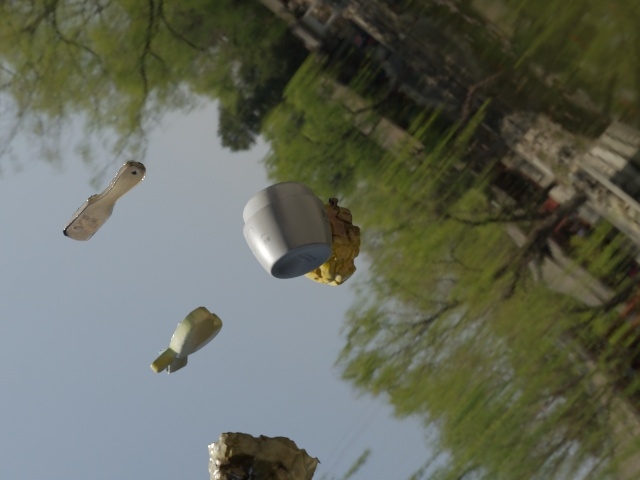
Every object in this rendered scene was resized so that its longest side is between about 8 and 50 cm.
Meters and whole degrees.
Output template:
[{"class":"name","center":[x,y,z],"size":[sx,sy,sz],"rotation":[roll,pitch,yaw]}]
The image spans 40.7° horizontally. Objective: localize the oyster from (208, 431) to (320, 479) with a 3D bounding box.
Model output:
[{"class":"oyster","center":[-0.090,0.390,1.231],"size":[0.162,0.232,0.107],"rotation":[4,-166,8]}]

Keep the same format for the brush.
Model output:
[{"class":"brush","center":[-0.513,-0.104,2.058],"size":[0.070,0.327,0.065],"rotation":[28,-136,-30]}]

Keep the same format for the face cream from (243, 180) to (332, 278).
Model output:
[{"class":"face cream","center":[-0.044,-0.014,1.168],"size":[0.117,0.117,0.104],"rotation":[21,-139,-54]}]

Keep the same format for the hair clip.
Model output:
[{"class":"hair clip","center":[-0.281,0.206,1.750],"size":[0.159,0.218,0.071],"rotation":[-33,-104,-39]}]

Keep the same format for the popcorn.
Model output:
[{"class":"popcorn","center":[0.000,0.000,1.509],"size":[0.167,0.152,0.148],"rotation":[44,-133,11]}]
